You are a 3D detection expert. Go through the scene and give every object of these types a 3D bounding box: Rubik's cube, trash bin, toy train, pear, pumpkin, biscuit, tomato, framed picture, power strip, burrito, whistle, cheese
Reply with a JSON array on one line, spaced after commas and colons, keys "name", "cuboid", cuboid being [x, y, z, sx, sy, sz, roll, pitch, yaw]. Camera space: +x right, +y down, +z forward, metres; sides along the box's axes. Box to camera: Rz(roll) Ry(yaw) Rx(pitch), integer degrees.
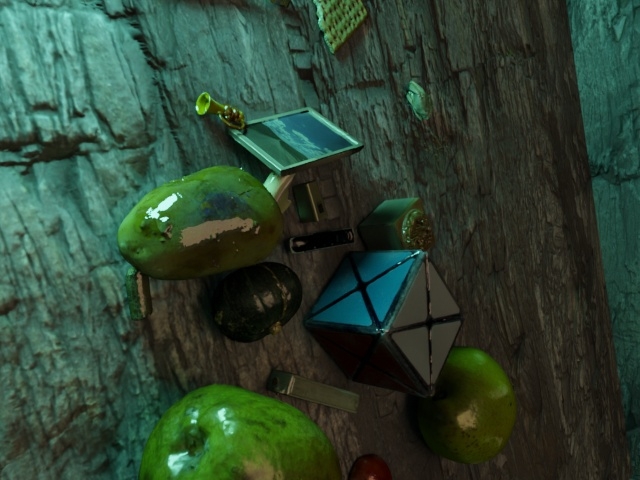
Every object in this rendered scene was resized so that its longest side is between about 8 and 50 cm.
[{"name": "Rubik's cube", "cuboid": [0.159, 0.189, 1.252, 0.255, 0.259, 0.260, 55, 51, -29]}, {"name": "trash bin", "cuboid": [-0.027, -0.091, 1.214, 0.043, 0.061, 0.092, -27, 105, -40]}, {"name": "toy train", "cuboid": [0.000, 0.000, 1.243, 0.207, 0.047, 0.043, -10, 95, -42]}, {"name": "pear", "cuboid": [0.419, 0.489, 1.501, 0.318, 0.238, 0.343, 14, 80, -51]}, {"name": "pumpkin", "cuboid": [-0.127, 0.124, 1.036, 0.190, 0.190, 0.146, 9, 55, -43]}, {"name": "biscuit", "cuboid": [0.049, -0.592, 1.326, 0.203, 0.016, 0.144, -53, 123, -31]}, {"name": "pear", "cuboid": [-0.141, 0.430, 0.893, 0.352, 0.351, 0.413, -54, 142, -30]}, {"name": "tomato", "cuboid": [0.144, 0.646, 1.348, 0.155, 0.069, 0.156, 1, 89, -44]}, {"name": "framed picture", "cuboid": [-0.053, -0.222, 1.131, 0.260, 0.189, 0.023, -25, 145, -40]}, {"name": "power strip", "cuboid": [-0.009, 0.357, 1.205, 0.272, 0.078, 0.052, 28, 69, -39]}, {"name": "burrito", "cuboid": [0.295, -0.420, 1.536, 0.118, 0.044, 0.074, 41, 66, -39]}, {"name": "whistle", "cuboid": [-0.195, -0.263, 1.061, 0.109, 0.057, 0.046, 12, 106, -44]}, {"name": "cheese", "cuboid": [-0.126, -0.057, 1.105, 0.235, 0.049, 0.127, -55, 167, -18]}]

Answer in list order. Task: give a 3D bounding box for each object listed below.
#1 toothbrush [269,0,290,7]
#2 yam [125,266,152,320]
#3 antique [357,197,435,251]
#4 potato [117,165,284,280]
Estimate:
[{"name": "toothbrush", "cuboid": [-0.216, -0.532, 1.062, 0.413, 0.042, 0.035, -12, 61, -42]}, {"name": "yam", "cuboid": [-0.330, 0.095, 0.935, 0.043, 0.043, 0.094, -11, 98, -43]}, {"name": "antique", "cuboid": [0.210, -0.017, 1.375, 0.152, 0.147, 0.147, -43, 119, -38]}, {"name": "potato", "cuboid": [-0.214, -0.031, 0.944, 0.307, 0.173, 0.210, -21, 80, -36]}]
